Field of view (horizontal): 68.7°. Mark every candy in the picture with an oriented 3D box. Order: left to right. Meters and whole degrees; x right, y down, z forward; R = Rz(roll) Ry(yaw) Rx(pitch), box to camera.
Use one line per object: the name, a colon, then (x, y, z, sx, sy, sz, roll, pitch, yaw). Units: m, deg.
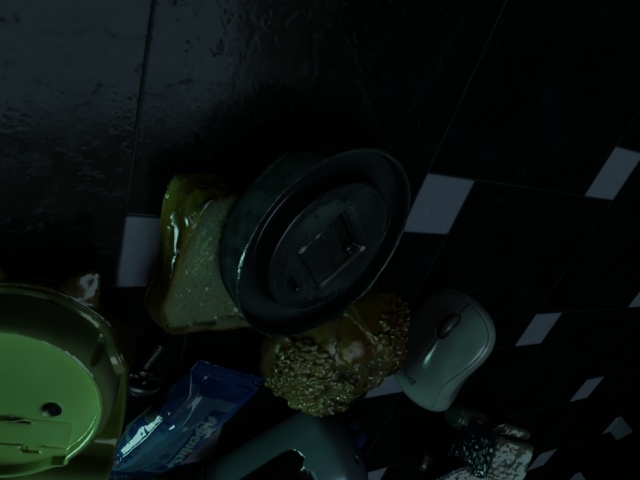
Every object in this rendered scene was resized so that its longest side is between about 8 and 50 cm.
candy: (-0.270, 0.346, 0.869, 0.331, 0.077, 0.187, -41, 139, 7)

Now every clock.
clock: (-0.395, 0.183, 0.604, 0.286, 0.117, 0.348, 13, 111, -19)
clock: (0.002, 0.000, 0.674, 0.313, 0.061, 0.312, -27, 138, -27)

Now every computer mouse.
computer mouse: (0.247, 0.245, 1.019, 0.121, 0.184, 0.296, -10, 136, -37)

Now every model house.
model house: (0.429, 0.640, 1.402, 0.284, 0.243, 0.298, 21, 86, -12)

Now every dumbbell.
dumbbell: (-0.327, 0.259, 0.765, 0.082, 0.081, 0.254, 28, 105, -40)

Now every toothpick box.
toothpick box: (-0.056, 0.507, 1.015, 0.355, 0.263, 0.263, -29, 133, -8)

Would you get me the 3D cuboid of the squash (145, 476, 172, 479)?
squash: (-0.376, 0.598, 0.963, 0.118, 0.118, 0.370, 9, 130, -34)

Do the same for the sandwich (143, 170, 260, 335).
sandwich: (-0.133, 0.022, 0.689, 0.226, 0.087, 0.251, -4, 126, -42)

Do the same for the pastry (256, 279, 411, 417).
pastry: (0.041, 0.214, 0.887, 0.311, 0.162, 0.255, -21, 129, -16)
